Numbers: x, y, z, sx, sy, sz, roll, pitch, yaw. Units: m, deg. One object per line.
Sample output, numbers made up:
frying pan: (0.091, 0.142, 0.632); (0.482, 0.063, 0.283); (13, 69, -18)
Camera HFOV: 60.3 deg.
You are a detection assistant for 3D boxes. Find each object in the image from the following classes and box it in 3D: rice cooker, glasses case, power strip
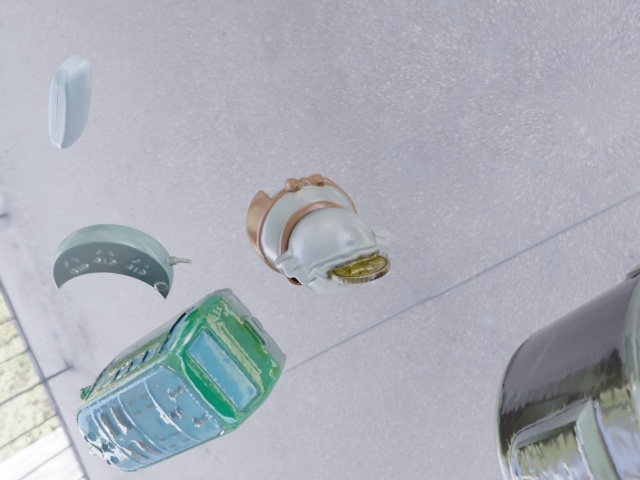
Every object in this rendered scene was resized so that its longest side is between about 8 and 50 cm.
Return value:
rice cooker: (0.357, 0.178, 0.490); (0.335, 0.335, 0.325); (45, 149, 9)
glasses case: (-0.406, -0.220, 0.893); (0.045, 0.067, 0.178); (30, 138, -5)
power strip: (-0.316, 0.036, 0.883); (0.215, 0.044, 0.137); (6, 132, -11)

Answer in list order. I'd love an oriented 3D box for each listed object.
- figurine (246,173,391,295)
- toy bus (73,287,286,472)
figurine: (-0.003, -0.009, 0.649); (0.271, 0.143, 0.144); (-169, 65, -69)
toy bus: (-0.240, 0.243, 0.897); (0.343, 0.199, 0.184); (-33, 102, 31)
